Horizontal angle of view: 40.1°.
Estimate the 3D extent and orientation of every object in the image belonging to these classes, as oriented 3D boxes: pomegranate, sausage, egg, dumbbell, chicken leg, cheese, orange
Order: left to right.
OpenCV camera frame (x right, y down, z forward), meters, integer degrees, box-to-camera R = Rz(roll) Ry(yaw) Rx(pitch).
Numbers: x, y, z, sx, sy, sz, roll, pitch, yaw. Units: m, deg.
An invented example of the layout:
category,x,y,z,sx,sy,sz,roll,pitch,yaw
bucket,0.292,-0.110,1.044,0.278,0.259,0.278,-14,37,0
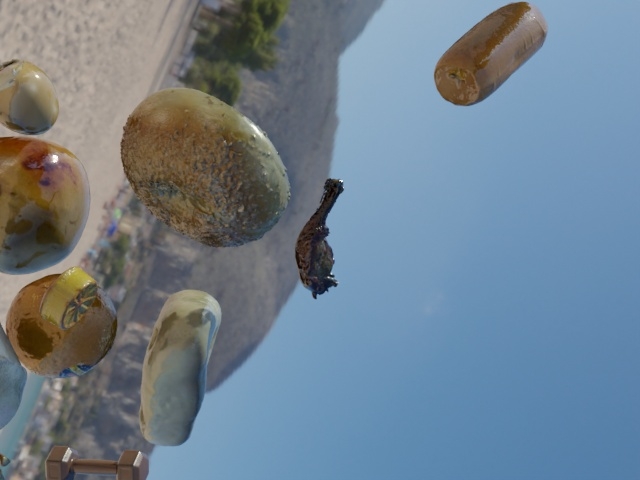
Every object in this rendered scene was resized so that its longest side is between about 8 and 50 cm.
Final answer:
category,x,y,z,sx,sy,sz,roll,pitch,yaw
pomegranate,-0.616,-0.068,1.793,0.319,0.319,0.319,-157,-90,-77
egg,-0.349,-0.165,1.035,0.080,0.096,0.080,-16,-136,16
orange,-0.426,0.139,1.445,0.155,0.178,0.177,64,43,-68
dumbbell,-0.509,0.515,1.994,0.082,0.231,0.092,-22,113,-79
cheese,-0.266,0.186,1.729,0.328,0.130,0.351,111,-11,-50
chicken leg,0.000,0.000,1.703,0.051,0.106,0.253,29,-59,39
sausage,0.310,-0.338,1.500,0.328,0.112,0.112,-43,177,-36

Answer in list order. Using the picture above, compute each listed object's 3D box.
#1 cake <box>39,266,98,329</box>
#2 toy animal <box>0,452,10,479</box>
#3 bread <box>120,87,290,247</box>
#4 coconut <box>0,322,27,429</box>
category,x,y,z,sx,sy,sz,roll,pitch,yaw
cake,-0.334,0.076,1.165,0.084,0.044,0.084,-56,173,-10
toy animal,-0.625,0.359,1.551,0.099,0.241,0.057,-20,-163,45
bread,-0.200,-0.109,1.457,0.158,0.305,0.305,-54,-177,-37
coconut,-0.553,0.186,1.277,0.224,0.234,0.224,-43,162,-18
